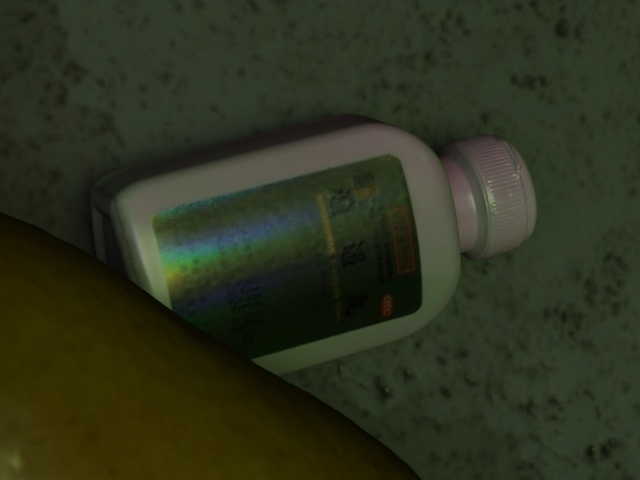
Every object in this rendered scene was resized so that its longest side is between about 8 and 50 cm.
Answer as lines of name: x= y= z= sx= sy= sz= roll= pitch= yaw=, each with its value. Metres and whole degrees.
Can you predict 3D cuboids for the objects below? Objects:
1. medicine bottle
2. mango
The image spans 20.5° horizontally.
medicine bottle: x=0.000 y=0.000 z=0.886 sx=0.219 sy=0.078 sz=0.115 roll=-15 pitch=106 yaw=-19
mango: x=-0.075 y=0.173 z=0.763 sx=0.301 sy=0.220 sz=0.445 roll=-40 pitch=112 yaw=-27
